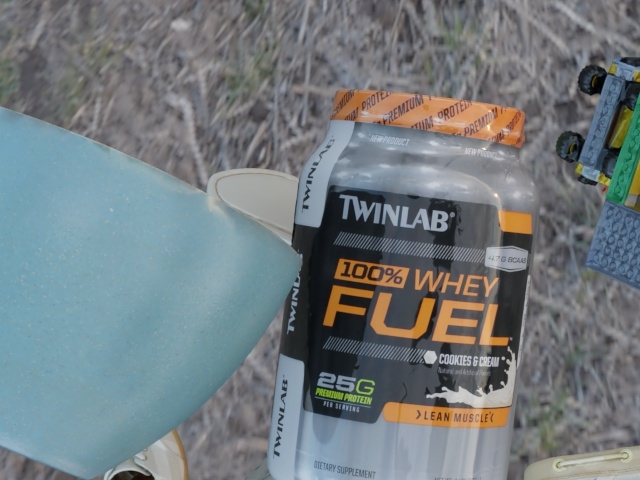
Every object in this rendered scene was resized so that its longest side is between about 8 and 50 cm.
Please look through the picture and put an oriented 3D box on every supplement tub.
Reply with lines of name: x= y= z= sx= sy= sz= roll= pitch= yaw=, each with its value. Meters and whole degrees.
supplement tub: x=0.068 y=0.046 z=1.277 sx=0.193 sy=0.193 sz=0.316 roll=6 pitch=92 yaw=2

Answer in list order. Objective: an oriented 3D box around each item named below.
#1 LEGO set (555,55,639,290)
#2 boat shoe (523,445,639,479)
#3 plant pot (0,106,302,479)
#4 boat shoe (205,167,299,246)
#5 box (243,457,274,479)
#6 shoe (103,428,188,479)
LEGO set: x=0.295 y=-0.022 z=0.757 sx=0.192 sy=0.331 sz=0.255 roll=8 pitch=96 yaw=-40
boat shoe: x=0.181 y=0.114 z=0.797 sx=0.170 sy=0.059 sz=0.063 roll=-11 pitch=145 yaw=-5
plant pot: x=-0.183 y=0.049 z=1.117 sx=0.290 sy=0.290 sz=0.195 roll=24 pitch=80 yaw=-4
boat shoe: x=0.000 y=0.000 z=1.494 sx=0.254 sy=0.095 sz=0.079 roll=11 pitch=136 yaw=-30
box: x=0.023 y=0.318 z=1.629 sx=0.127 sy=0.148 sz=0.232 roll=-33 pitch=96 yaw=26
shoe: x=-0.170 y=0.250 z=1.593 sx=0.076 sy=0.219 sz=0.058 roll=-25 pitch=149 yaw=16
